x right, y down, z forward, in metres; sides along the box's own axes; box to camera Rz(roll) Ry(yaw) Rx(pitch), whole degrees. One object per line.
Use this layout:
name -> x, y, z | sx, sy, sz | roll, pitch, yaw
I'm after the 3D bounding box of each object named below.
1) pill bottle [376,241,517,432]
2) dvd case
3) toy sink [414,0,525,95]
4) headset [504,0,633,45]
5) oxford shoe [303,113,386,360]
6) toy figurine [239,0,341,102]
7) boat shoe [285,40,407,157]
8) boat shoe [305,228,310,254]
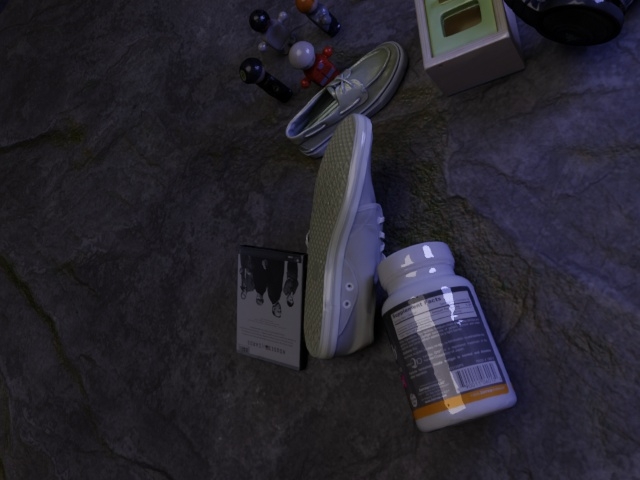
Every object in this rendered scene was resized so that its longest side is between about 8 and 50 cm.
pill bottle -> 0.193, 0.154, 0.878 | 0.162, 0.162, 0.279 | -28, 64, 26
dvd case -> -0.103, 0.137, 1.128 | 0.179, 0.029, 0.239 | 7, 99, 35
toy sink -> 0.265, -0.415, 0.985 | 0.152, 0.131, 0.234 | -13, 71, 31
headset -> 0.448, -0.408, 0.808 | 0.394, 0.185, 0.243 | 43, 95, 10
oxford shoe -> 0.057, -0.001, 0.990 | 0.169, 0.130, 0.450 | -156, 70, -71
toy figurine -> -0.068, -0.434, 1.205 | 0.213, 0.148, 0.210 | -4, 77, 34
boat shoe -> 0.054, -0.294, 1.121 | 0.302, 0.094, 0.109 | -46, 58, 17
boat shoe -> 0.000, 0.000, 1.098 | 0.083, 0.075, 0.226 | 8, 83, 35
